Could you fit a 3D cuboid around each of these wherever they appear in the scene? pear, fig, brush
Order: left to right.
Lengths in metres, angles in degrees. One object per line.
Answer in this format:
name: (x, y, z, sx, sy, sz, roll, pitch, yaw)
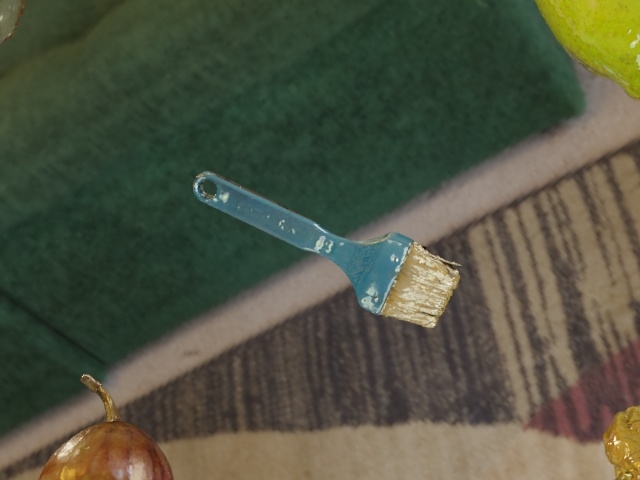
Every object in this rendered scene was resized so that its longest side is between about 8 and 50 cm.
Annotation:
fig: (-0.224, 0.263, 1.501, 0.148, 0.149, 0.202, 11, 23, 7)
brush: (0.000, 0.000, 0.805, 0.051, 0.164, 0.014, -67, -7, 27)
pear: (0.230, -0.205, 1.003, 0.187, 0.187, 0.219, -9, 83, 36)

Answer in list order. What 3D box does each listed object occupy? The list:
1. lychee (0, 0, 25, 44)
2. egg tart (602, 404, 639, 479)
lychee: (-0.301, -0.201, 1.031, 0.171, 0.171, 0.171, -23, 47, 26)
egg tart: (0.451, 0.286, 1.486, 0.351, 0.340, 0.153, -126, 46, -65)
